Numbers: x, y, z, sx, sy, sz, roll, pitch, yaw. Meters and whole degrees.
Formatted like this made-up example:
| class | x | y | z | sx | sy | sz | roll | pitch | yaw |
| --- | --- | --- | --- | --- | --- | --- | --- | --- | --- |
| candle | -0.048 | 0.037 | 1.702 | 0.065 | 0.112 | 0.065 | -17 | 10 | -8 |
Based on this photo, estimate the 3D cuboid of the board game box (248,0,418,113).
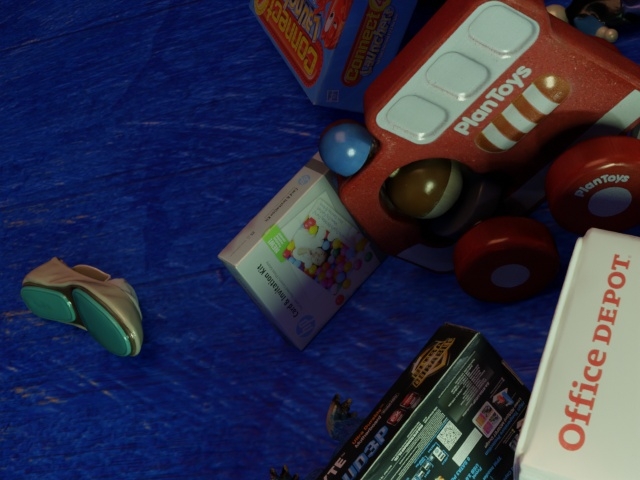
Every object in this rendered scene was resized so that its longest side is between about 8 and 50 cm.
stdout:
| class | x | y | z | sx | sy | sz | roll | pitch | yaw |
| --- | --- | --- | --- | --- | --- | --- | --- | --- | --- |
| board game box | 0.029 | -0.367 | 1.271 | 0.302 | 0.086 | 0.308 | -68 | 31 | 28 |

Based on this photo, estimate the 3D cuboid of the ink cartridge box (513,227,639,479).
| class | x | y | z | sx | sy | sz | roll | pitch | yaw |
| --- | --- | --- | --- | --- | --- | --- | --- | --- | --- |
| ink cartridge box | 0.294 | 0.128 | 0.687 | 0.283 | 0.117 | 0.207 | 13 | 58 | 19 |

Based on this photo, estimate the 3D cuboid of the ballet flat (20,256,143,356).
| class | x | y | z | sx | sy | sz | roll | pitch | yaw |
| --- | --- | --- | --- | --- | --- | --- | --- | --- | --- |
| ballet flat | -0.269 | 0.069 | 1.199 | 0.248 | 0.086 | 0.086 | 17 | 62 | 43 |

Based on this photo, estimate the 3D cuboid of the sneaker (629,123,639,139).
| class | x | y | z | sx | sy | sz | roll | pitch | yaw |
| --- | --- | --- | --- | --- | --- | --- | --- | --- | --- |
| sneaker | 0.383 | -0.111 | 0.876 | 0.282 | 0.099 | 0.153 | -50 | 32 | 23 |

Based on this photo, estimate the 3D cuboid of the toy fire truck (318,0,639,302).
| class | x | y | z | sx | sy | sz | roll | pitch | yaw |
| --- | --- | --- | --- | --- | --- | --- | --- | --- | --- |
| toy fire truck | 0.141 | -0.087 | 0.908 | 0.302 | 0.254 | 0.169 | -43 | 36 | 39 |

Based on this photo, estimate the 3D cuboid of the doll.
| class | x | y | z | sx | sy | sz | roll | pitch | yaw |
| --- | --- | --- | --- | --- | --- | --- | --- | --- | --- |
| doll | 0.340 | -0.267 | 1.144 | 0.189 | 0.046 | 0.129 | -5 | 48 | 29 |

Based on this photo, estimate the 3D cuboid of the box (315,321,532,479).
| class | x | y | z | sx | sy | sz | roll | pitch | yaw |
| --- | --- | --- | --- | --- | --- | --- | --- | --- | --- |
| box | 0.091 | 0.201 | 0.760 | 0.220 | 0.175 | 0.051 | -49 | 24 | -16 |

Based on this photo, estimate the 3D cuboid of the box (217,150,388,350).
| class | x | y | z | sx | sy | sz | roll | pitch | yaw |
| --- | --- | --- | --- | --- | --- | --- | --- | --- | --- |
| box | 0.000 | 0.000 | 1.034 | 0.186 | 0.145 | 0.038 | -46 | 41 | -14 |

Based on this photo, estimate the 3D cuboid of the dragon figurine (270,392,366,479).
| class | x | y | z | sx | sy | sz | roll | pitch | yaw |
| --- | --- | --- | --- | --- | --- | --- | --- | --- | --- |
| dragon figurine | 0.035 | 0.203 | 0.828 | 0.289 | 0.085 | 0.144 | -47 | 17 | -24 |

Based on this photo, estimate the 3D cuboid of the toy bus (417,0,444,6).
| class | x | y | z | sx | sy | sz | roll | pitch | yaw |
| --- | --- | --- | --- | --- | --- | --- | --- | --- | --- |
| toy bus | 0.213 | -0.408 | 1.299 | 0.211 | 0.149 | 0.220 | -38 | 37 | -24 |
